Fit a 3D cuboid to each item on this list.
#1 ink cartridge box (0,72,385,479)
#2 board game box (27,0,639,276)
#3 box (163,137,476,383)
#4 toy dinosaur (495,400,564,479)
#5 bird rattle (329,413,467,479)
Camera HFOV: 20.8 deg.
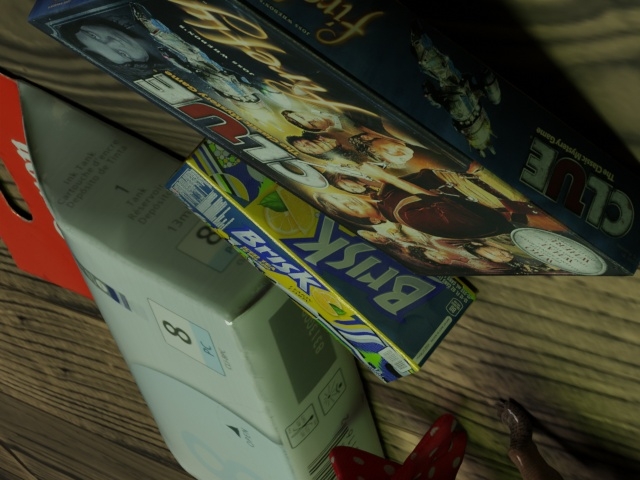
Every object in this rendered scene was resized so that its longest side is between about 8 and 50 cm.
[{"bbox_3d":[-0.146,0.035,1.208,0.385,0.091,0.308,26,154,28],"label":"ink cartridge box"},{"bbox_3d":[0.009,-0.058,0.765,0.243,0.042,0.165,32,163,-26],"label":"board game box"},{"bbox_3d":[0.000,0.000,0.950,0.169,0.059,0.054,42,159,-6],"label":"box"},{"bbox_3d":[0.134,0.228,0.982,0.295,0.200,0.127,47,157,-18],"label":"toy dinosaur"},{"bbox_3d":[0.094,0.240,1.097,0.143,0.207,0.253,-14,137,12],"label":"bird rattle"}]
